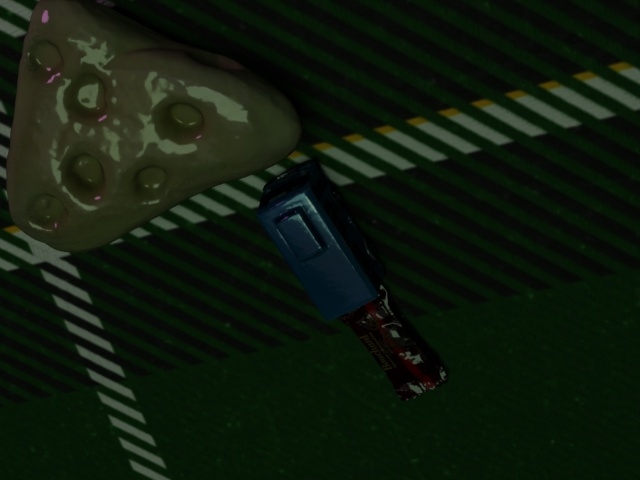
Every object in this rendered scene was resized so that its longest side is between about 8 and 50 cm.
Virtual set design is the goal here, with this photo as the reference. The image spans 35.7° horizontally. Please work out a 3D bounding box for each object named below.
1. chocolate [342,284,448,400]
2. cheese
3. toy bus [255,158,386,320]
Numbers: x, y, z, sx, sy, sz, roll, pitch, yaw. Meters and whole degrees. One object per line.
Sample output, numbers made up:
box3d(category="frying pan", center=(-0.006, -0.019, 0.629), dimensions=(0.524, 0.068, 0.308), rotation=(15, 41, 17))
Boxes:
box3d(category="chocolate", center=(0.097, 0.140, 1.359), dimensions=(0.086, 0.028, 0.182), rotation=(-28, 109, 22))
box3d(category="cheese", center=(-0.225, -0.100, 1.244), dimensions=(0.351, 0.129, 0.328), rotation=(24, 113, 0))
box3d(category="toy bus", center=(0.000, 0.000, 1.268), dimensions=(0.090, 0.106, 0.184), rotation=(-27, 107, 21))
